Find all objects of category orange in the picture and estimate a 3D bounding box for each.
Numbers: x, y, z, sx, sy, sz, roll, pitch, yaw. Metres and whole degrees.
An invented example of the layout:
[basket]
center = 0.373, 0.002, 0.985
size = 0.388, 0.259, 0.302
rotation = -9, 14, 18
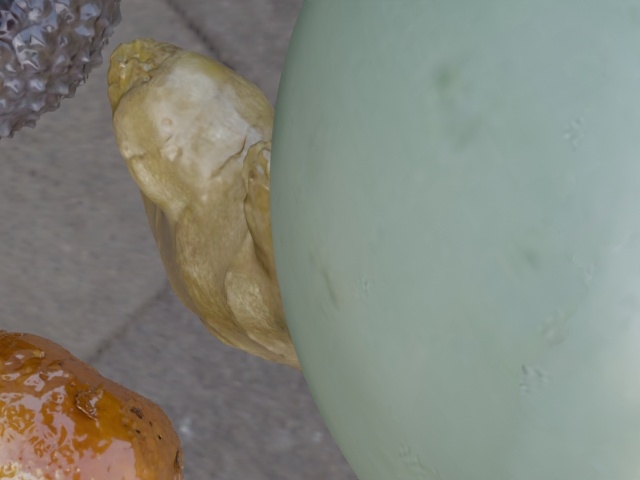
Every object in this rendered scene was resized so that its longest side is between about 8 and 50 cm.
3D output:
[orange]
center = -0.187, 0.151, 1.306
size = 0.193, 0.193, 0.161
rotation = 38, 76, -24

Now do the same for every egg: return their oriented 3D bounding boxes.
[egg]
center = 0.087, -0.012, 0.505
size = 0.203, 0.283, 0.203
rotation = -5, 125, -7

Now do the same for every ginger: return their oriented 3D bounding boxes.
[ginger]
center = -0.008, -0.024, 1.116
size = 0.166, 0.375, 0.236
rotation = -21, 93, -25

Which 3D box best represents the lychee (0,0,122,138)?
[lychee]
center = -0.279, -0.208, 1.435
size = 0.300, 0.300, 0.300
rotation = -2, 94, -27
